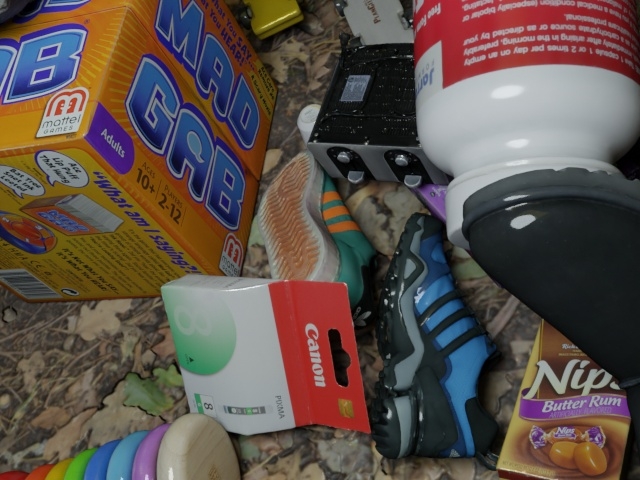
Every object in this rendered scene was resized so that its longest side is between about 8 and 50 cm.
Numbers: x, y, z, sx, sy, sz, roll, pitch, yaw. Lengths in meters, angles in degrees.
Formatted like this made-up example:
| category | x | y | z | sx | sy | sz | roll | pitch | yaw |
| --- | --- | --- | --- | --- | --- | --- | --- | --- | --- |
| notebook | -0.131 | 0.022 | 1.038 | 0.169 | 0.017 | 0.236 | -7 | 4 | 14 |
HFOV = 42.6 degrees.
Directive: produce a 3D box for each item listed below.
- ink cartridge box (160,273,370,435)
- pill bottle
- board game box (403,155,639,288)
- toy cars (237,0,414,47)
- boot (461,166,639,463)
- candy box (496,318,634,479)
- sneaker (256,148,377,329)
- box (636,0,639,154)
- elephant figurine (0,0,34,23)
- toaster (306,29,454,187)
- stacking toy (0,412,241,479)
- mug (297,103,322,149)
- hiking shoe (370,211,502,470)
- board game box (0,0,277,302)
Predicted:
| category | x | y | z | sx | sy | sz | roll | pitch | yaw |
| --- | --- | --- | --- | --- | --- | --- | --- | --- | --- |
| ink cartridge box | -0.064 | 0.131 | 0.909 | 0.225 | 0.181 | 0.056 | 2 | 20 | 36 |
| pill bottle | 0.211 | -0.200 | 0.856 | 0.229 | 0.229 | 0.407 | -6 | 74 | 21 |
| board game box | 0.203 | -0.122 | 1.044 | 0.208 | 0.056 | 0.347 | -33 | 52 | -4 |
| toy cars | 0.005 | -0.351 | 1.253 | 0.394 | 0.087 | 0.176 | 24 | 77 | 30 |
| boot | 0.274 | 0.192 | 0.646 | 0.146 | 0.367 | 0.445 | -38 | 39 | 51 |
| candy box | 0.252 | 0.168 | 0.809 | 0.109 | 0.053 | 0.186 | 6 | 46 | 27 |
| sneaker | 0.000 | 0.000 | 1.032 | 0.108 | 0.121 | 0.302 | -39 | 31 | 21 |
| box | 0.413 | -0.167 | 0.903 | 0.142 | 0.163 | 0.247 | -15 | 55 | 13 |
| elephant figurine | -0.438 | -0.256 | 0.914 | 0.239 | 0.186 | 0.169 | -34 | 95 | 14 |
| toaster | 0.091 | -0.160 | 1.020 | 0.168 | 0.110 | 0.185 | 6 | 63 | 26 |
| stacking toy | -0.263 | 0.296 | 0.943 | 0.330 | 0.141 | 0.141 | -16 | 55 | 20 |
| mug | 0.000 | -0.163 | 1.146 | 0.062 | 0.064 | 0.078 | 4 | 62 | 27 |
| hiking shoe | 0.132 | 0.106 | 0.915 | 0.132 | 0.113 | 0.304 | 10 | 56 | -3 |
| board game box | -0.310 | -0.156 | 1.094 | 0.356 | 0.356 | 0.356 | -4 | 59 | 22 |
